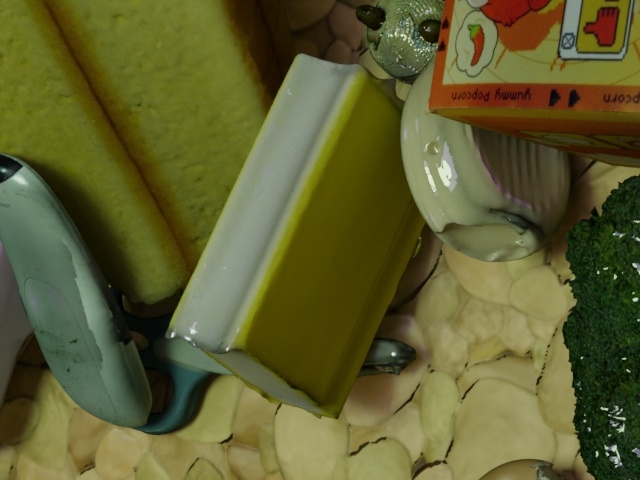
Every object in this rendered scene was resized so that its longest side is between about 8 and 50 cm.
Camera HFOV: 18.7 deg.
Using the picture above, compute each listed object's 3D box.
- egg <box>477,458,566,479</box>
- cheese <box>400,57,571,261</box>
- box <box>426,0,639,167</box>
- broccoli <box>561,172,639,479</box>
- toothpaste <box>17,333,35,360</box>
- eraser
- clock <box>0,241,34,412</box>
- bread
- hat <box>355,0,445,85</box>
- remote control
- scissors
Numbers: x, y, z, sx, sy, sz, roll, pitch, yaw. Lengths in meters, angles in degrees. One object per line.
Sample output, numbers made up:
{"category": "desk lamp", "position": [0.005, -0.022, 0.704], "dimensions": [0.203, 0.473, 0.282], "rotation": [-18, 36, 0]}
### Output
{"category": "egg", "position": [0.130, 0.192, 1.315], "dimensions": [0.096, 0.080, 0.080], "rotation": [-30, 68, 28]}
{"category": "cheese", "position": [0.115, -0.095, 1.350], "dimensions": [0.064, 0.137, 0.227], "rotation": [-26, 50, 39]}
{"category": "box", "position": [0.235, -0.194, 1.201], "dimensions": [0.259, 0.214, 0.284], "rotation": [6, 87, 48]}
{"category": "broccoli", "position": [0.284, 0.079, 1.138], "dimensions": [0.283, 0.321, 0.304], "rotation": [-26, 77, -6]}
{"category": "toothpaste", "position": [-0.227, 0.030, 1.593], "dimensions": [0.194, 0.043, 0.067], "rotation": [-50, 62, 22]}
{"category": "eraser", "position": [0.000, 0.000, 1.350], "dimensions": [0.069, 0.158, 0.226], "rotation": [15, 75, 37]}
{"category": "clock", "position": [-0.354, -0.001, 1.610], "dimensions": [0.322, 0.113, 0.296], "rotation": [27, 104, 41]}
{"category": "bread", "position": [-0.137, -0.155, 1.438], "dimensions": [0.233, 0.362, 0.245], "rotation": [-13, 42, 13]}
{"category": "hat", "position": [0.068, -0.153, 1.420], "dimensions": [0.077, 0.059, 0.076], "rotation": [39, 108, 26]}
{"category": "remote control", "position": [-0.192, 0.044, 1.441], "dimensions": [0.097, 0.045, 0.256], "rotation": [9, 131, 42]}
{"category": "scissors", "position": [-0.054, 0.083, 1.471], "dimensions": [0.289, 0.041, 0.138], "rotation": [0, 85, 36]}
